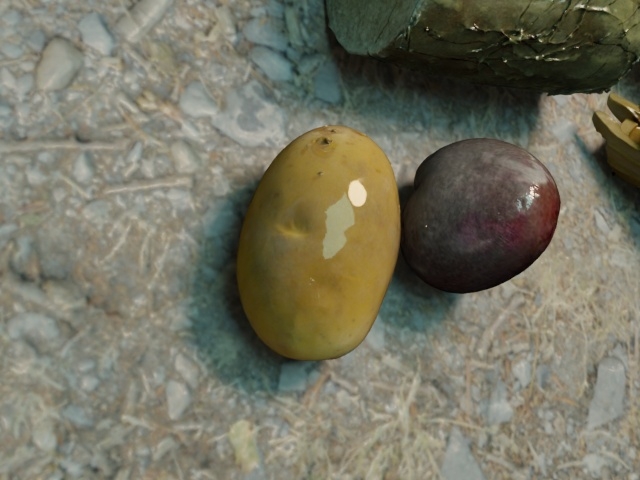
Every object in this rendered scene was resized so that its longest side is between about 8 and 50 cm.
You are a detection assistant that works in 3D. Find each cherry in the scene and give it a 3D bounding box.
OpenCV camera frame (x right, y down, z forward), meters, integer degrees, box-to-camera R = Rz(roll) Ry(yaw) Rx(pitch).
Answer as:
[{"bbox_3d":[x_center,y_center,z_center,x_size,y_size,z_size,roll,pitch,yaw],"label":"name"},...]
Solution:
[{"bbox_3d":[0.167,-0.028,1.099,0.140,0.176,0.176,49,53,-39],"label":"cherry"}]

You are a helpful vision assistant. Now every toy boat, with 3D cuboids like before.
[{"bbox_3d":[0.467,-0.087,1.258,0.310,0.115,0.089,31,49,24],"label":"toy boat"}]

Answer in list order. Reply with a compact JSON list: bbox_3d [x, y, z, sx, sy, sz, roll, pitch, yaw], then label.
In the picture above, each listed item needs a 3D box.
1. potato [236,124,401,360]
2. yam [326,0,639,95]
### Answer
[{"bbox_3d":[0.000,0.000,1.017,0.150,0.146,0.234,9,67,5],"label":"potato"},{"bbox_3d":[0.199,-0.280,1.163,0.348,0.241,0.241,0,74,-25],"label":"yam"}]
